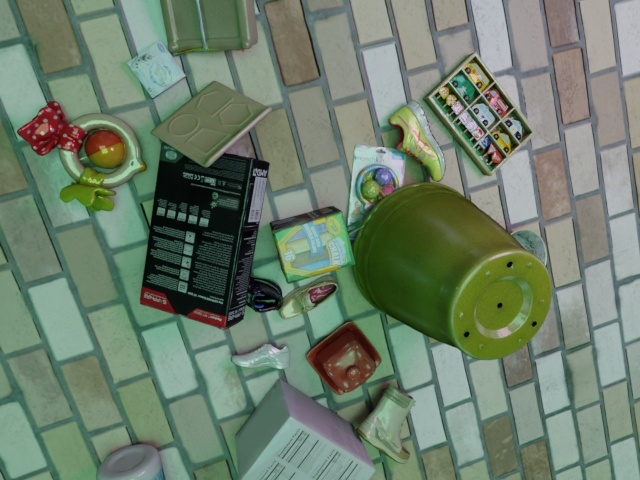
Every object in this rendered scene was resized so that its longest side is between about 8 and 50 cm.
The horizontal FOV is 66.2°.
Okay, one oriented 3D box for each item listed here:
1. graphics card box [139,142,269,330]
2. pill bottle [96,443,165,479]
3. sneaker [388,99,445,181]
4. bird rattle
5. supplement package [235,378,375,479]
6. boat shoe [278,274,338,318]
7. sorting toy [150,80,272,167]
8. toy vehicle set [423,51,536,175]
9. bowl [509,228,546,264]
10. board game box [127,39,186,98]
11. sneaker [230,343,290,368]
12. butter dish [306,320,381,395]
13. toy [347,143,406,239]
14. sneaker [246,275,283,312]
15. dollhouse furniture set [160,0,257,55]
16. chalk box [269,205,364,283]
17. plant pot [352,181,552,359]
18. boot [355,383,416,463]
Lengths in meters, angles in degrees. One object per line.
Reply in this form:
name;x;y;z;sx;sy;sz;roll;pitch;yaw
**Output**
graphics card box;-0.259;-0.015;1.084;0.232;0.094;0.371;13;99;19
pill bottle;-0.439;0.647;1.187;0.146;0.146;0.264;-10;102;-10
sneaker;0.235;-0.232;1.210;0.094;0.081;0.209;-28;97;1
bird rattle;-0.499;-0.190;1.063;0.206;0.143;0.254;-28;91;-17
supplement package;-0.046;0.525;1.217;0.262;0.199;0.198;37;91;-16
boat shoe;-0.030;0.144;1.225;0.170;0.059;0.063;-34;105;-4
sorting toy;-0.231;-0.247;1.039;0.193;0.208;0.038;-47;147;-20
toy vehicle set;0.405;-0.316;1.245;0.166;0.035;0.267;-45;105;-1
bowl;0.506;0.049;1.303;0.170;0.080;0.170;-3;99;-20
board game box;-0.362;-0.377;1.085;0.090;0.020;0.090;-35;104;-3
sneaker;-0.150;0.289;1.235;0.152;0.053;0.061;4;90;-18
butter dish;0.072;0.317;1.247;0.160;0.118;0.160;-38;105;-4
toy;0.145;-0.113;1.218;0.136;0.056;0.237;4;99;-13
sneaker;-0.190;0.116;1.155;0.216;0.121;0.079;9;97;-13
dollhouse furniture set;-0.235;-0.569;1.055;0.197;0.151;0.302;2;118;9
chalk box;0.000;0.000;1.166;0.213;0.132;0.132;-15;102;-6
plant pot;0.306;0.080;1.105;0.366;0.353;0.367;-5;108;-17
boot;0.207;0.496;1.327;0.213;0.077;0.165;43;76;-31
